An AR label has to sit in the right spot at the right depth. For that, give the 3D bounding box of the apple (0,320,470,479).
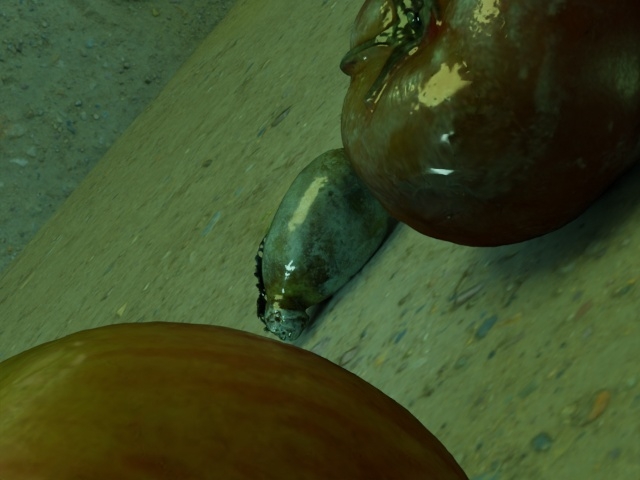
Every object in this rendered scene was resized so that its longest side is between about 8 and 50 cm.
[{"bbox_3d":[-0.068,0.167,0.510,0.286,0.233,0.286,-43,17,16],"label":"apple"}]

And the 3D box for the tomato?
[{"bbox_3d":[0.095,-0.078,0.817,0.214,0.180,0.155,-32,27,53],"label":"tomato"}]

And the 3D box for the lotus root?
[{"bbox_3d":[-0.002,-0.001,1.064,0.165,0.088,0.088,-59,17,-8],"label":"lotus root"}]
